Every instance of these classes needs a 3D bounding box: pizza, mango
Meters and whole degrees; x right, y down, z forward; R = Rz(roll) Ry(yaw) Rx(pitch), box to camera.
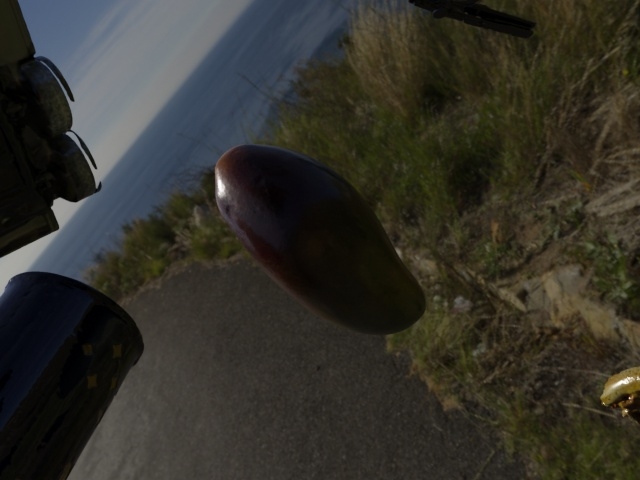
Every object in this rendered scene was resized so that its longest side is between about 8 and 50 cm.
[{"bbox_3d":[0.421,0.187,0.651,0.175,0.134,0.046,-30,25,48],"label":"pizza"},{"bbox_3d":[0.000,0.000,0.592,0.133,0.267,0.111,-46,4,25],"label":"mango"}]

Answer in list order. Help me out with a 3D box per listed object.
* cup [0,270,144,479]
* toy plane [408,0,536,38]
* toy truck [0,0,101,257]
[{"bbox_3d":[-0.319,0.214,0.641,0.178,0.255,0.256,-1,42,19],"label":"cup"},{"bbox_3d":[0.119,-0.355,0.717,0.106,0.381,0.155,-21,69,49],"label":"toy plane"},{"bbox_3d":[-0.244,-0.118,0.336,0.157,0.272,0.124,30,50,32],"label":"toy truck"}]
